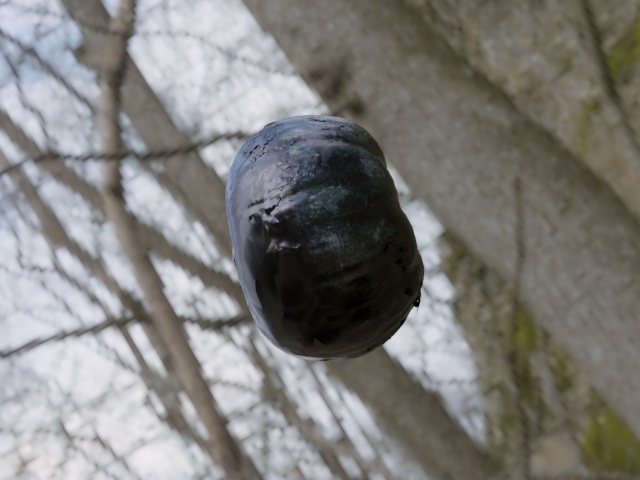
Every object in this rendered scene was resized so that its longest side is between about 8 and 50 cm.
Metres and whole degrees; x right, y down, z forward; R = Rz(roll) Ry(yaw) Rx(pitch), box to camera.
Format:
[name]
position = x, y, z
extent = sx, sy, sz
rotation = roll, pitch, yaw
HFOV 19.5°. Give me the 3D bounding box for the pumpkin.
[pumpkin]
position = 0.000, 0.000, 1.681
extent = 0.163, 0.233, 0.233
rotation = -16, -30, -2
